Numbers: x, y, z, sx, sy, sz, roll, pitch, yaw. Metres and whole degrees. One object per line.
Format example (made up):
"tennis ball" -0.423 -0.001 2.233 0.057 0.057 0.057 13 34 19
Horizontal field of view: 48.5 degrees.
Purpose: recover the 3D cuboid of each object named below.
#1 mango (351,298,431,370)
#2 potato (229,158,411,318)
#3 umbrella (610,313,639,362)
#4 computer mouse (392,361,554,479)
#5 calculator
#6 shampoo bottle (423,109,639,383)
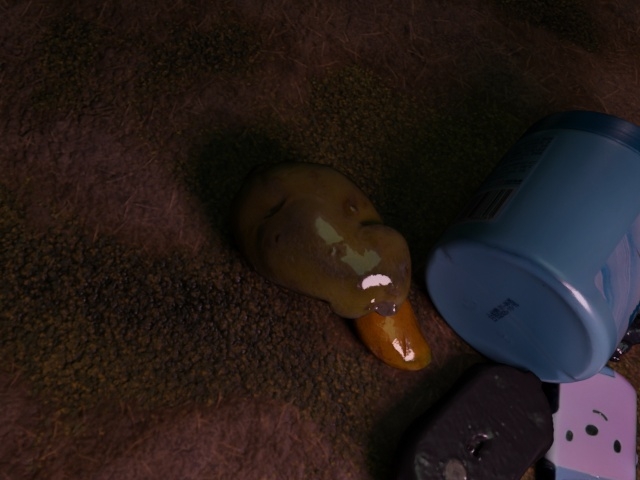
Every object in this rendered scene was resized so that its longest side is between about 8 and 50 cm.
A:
"mango" 0.114 0.148 1.196 0.115 0.089 0.164 -12 71 -30
"potato" 0.002 -0.003 1.156 0.218 0.202 0.351 -21 53 -37
"umbrella" 0.502 0.188 1.289 0.224 0.080 0.071 -8 102 -14
"computer mouse" 0.237 0.325 1.121 0.323 0.116 0.183 -35 78 -31
"calculator" 0.451 0.344 1.197 0.173 0.051 0.292 15 65 -7
"shampoo bottle" 0.393 0.012 1.194 0.331 0.331 0.342 40 63 7
